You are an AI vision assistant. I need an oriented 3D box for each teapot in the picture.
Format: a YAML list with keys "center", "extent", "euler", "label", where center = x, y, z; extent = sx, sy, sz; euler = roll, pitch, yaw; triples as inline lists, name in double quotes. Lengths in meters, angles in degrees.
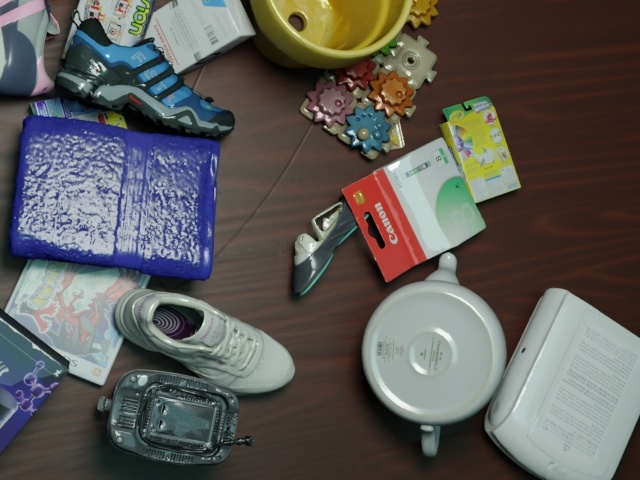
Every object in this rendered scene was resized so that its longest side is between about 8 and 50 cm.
- center: [0.193, 0.190, 1.665]
  extent: [0.256, 0.187, 0.252]
  euler: [-41, 79, 7]
  label: "teapot"

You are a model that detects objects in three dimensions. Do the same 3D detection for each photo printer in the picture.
- center: [0.445, 0.277, 1.777]
  extent: [0.256, 0.107, 0.307]
  euler: [32, 75, -14]
  label: "photo printer"

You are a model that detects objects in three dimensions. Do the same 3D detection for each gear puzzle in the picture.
- center: [0.118, -0.314, 1.752]
  extent: [0.175, 0.044, 0.339]
  euler: [34, 74, -6]
  label: "gear puzzle"

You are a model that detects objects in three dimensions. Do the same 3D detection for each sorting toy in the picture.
- center: [0.113, -0.201, 1.763]
  extent: [0.062, 0.012, 0.083]
  euler: [-11, 88, -20]
  label: "sorting toy"

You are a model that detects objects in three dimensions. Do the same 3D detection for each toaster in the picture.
- center: [-0.222, 0.268, 1.518]
  extent: [0.227, 0.146, 0.129]
  euler: [13, 80, -17]
  label: "toaster"

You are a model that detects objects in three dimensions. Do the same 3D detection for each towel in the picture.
- center: [-0.311, -0.062, 1.531]
  extent: [0.308, 0.076, 0.228]
  euler: [8, 75, -19]
  label: "towel"

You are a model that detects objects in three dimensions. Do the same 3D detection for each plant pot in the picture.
- center: [-0.009, -0.387, 1.621]
  extent: [0.254, 0.239, 0.254]
  euler: [2, 83, -19]
  label: "plant pot"

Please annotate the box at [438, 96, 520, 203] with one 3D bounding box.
- center: [0.283, -0.163, 1.805]
  extent: [0.105, 0.043, 0.179]
  euler: [-18, 93, -20]
  label: "box"

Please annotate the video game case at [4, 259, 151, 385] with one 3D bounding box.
- center: [-0.381, 0.098, 1.547]
  extent: [0.183, 0.023, 0.201]
  euler: [25, 76, -16]
  label: "video game case"

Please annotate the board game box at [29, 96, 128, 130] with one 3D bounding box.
- center: [-0.363, -0.132, 1.573]
  extent: [0.136, 0.035, 0.201]
  euler: [-16, 89, -21]
  label: "board game box"

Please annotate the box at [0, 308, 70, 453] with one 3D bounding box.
- center: [-0.520, 0.171, 1.435]
  extent: [0.261, 0.103, 0.184]
  euler: [40, 80, -11]
  label: "box"

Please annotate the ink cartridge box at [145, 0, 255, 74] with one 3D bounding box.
- center: [-0.207, -0.336, 1.609]
  extent: [0.104, 0.180, 0.060]
  euler: [65, 26, -3]
  label: "ink cartridge box"

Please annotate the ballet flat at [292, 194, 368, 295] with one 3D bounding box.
- center: [0.000, 0.000, 1.671]
  extent: [0.074, 0.074, 0.203]
  euler: [44, 66, -10]
  label: "ballet flat"

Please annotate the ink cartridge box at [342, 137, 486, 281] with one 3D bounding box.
- center: [0.164, -0.056, 1.716]
  extent: [0.224, 0.056, 0.181]
  euler: [-29, 94, -38]
  label: "ink cartridge box"

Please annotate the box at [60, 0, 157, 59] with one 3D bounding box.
- center: [-0.320, -0.365, 1.566]
  extent: [0.114, 0.036, 0.207]
  euler: [19, 105, -15]
  label: "box"

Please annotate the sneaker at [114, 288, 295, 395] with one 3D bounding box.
- center: [-0.165, 0.165, 1.543]
  extent: [0.305, 0.152, 0.114]
  euler: [24, 75, -23]
  label: "sneaker"

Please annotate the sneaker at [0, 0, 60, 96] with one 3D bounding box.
- center: [-0.467, -0.371, 1.544]
  extent: [0.131, 0.112, 0.319]
  euler: [13, 74, -45]
  label: "sneaker"

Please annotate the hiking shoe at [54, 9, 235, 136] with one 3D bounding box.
- center: [-0.252, -0.245, 1.549]
  extent: [0.304, 0.113, 0.132]
  euler: [16, 88, -38]
  label: "hiking shoe"
